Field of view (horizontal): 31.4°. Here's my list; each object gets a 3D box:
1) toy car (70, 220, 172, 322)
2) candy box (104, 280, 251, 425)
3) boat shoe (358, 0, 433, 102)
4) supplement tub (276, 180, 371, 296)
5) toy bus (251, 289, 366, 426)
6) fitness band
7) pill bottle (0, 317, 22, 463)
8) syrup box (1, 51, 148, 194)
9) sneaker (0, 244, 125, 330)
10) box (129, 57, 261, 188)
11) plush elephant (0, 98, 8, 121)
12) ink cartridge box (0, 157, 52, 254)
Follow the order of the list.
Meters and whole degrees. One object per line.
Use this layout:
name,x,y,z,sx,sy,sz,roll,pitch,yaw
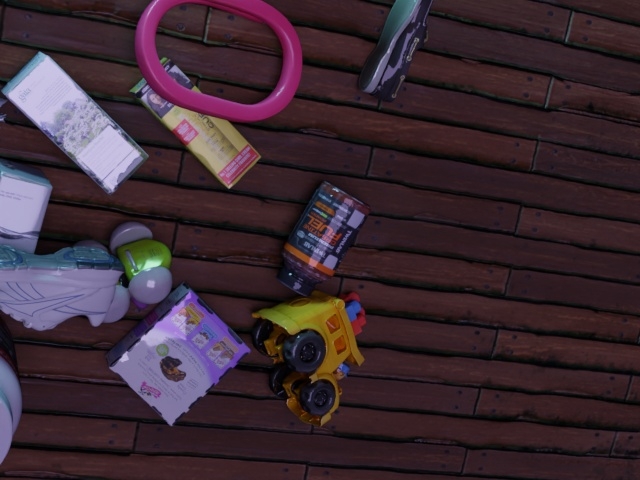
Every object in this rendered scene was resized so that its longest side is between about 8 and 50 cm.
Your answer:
toy car,-0.334,0.070,1.928,0.182,0.159,0.136,-24,144,-11
candy box,-0.253,0.200,2.012,0.196,0.070,0.165,-43,112,-4
boat shoe,0.147,-0.354,2.001,0.069,0.081,0.227,23,103,-24
supplement tub,0.000,0.000,2.024,0.106,0.106,0.197,29,93,-22
toy bus,0.006,0.194,2.069,0.211,0.149,0.220,-28,113,-26
fitness band,-0.166,-0.309,1.888,0.291,0.054,0.208,12,86,-29
pill bottle,-0.571,0.231,1.759,0.210,0.363,0.210,-5,105,-17
syrup box,-0.400,-0.191,1.853,0.093,0.096,0.237,-46,112,-5
sneaker,-0.450,0.078,1.741,0.297,0.111,0.129,5,109,-24
box,-0.211,-0.198,1.932,0.087,0.058,0.232,-45,112,-5
plush elephant,-0.629,-0.165,1.699,0.330,0.255,0.271,-7,105,-16
ink cartridge box,-0.507,-0.016,1.832,0.087,0.153,0.208,14,100,-23
